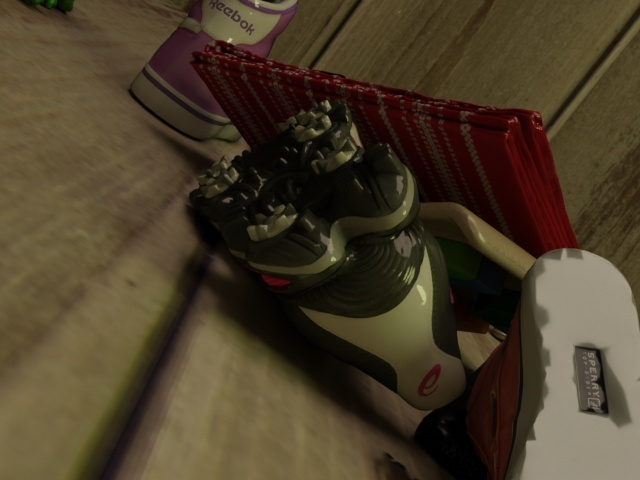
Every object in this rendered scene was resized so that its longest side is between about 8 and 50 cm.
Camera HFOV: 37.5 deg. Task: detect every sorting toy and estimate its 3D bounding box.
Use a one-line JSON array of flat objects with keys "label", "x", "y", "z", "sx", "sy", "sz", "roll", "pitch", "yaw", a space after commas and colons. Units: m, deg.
[{"label": "sorting toy", "x": 0.083, "y": 0.027, "z": 0.650, "sx": 0.193, "sy": 0.038, "sz": 0.208, "roll": 31, "pitch": -14, "yaw": -36}]

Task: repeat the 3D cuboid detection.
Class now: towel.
[{"label": "towel", "x": 0.049, "y": -0.050, "z": 0.669, "sx": 0.275, "sy": 0.031, "sz": 0.199, "roll": 20, "pitch": -22, "yaw": 36}]

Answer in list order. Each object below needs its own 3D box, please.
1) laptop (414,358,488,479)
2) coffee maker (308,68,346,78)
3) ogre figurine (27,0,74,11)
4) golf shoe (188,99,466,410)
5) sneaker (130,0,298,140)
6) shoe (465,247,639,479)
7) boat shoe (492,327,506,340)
[{"label": "laptop", "x": 0.174, "y": 0.166, "z": 0.542, "sx": 0.234, "sy": 0.136, "sz": 0.264, "roll": 39, "pitch": 35, "yaw": 16}, {"label": "coffee maker", "x": 0.012, "y": -0.106, "z": 0.949, "sx": 0.171, "sy": 0.120, "sz": 0.178, "roll": 31, "pitch": 10, "yaw": -31}, {"label": "ogre figurine", "x": -0.225, "y": -0.271, "z": 0.866, "sx": 0.097, "sy": 0.118, "sz": 0.197, "roll": 38, "pitch": 8, "yaw": 5}, {"label": "golf shoe", "x": 0.000, "y": 0.000, "z": 0.519, "sx": 0.120, "sy": 0.105, "sz": 0.273, "roll": 58, "pitch": 2, "yaw": -19}, {"label": "sneaker", "x": -0.073, "y": -0.178, "z": 0.859, "sx": 0.102, "sy": 0.161, "sz": 0.282, "roll": 35, "pitch": 8, "yaw": -9}, {"label": "shoe", "x": 0.097, "y": 0.093, "z": 0.388, "sx": 0.064, "sy": 0.081, "sz": 0.178, "roll": 12, "pitch": 49, "yaw": 0}, {"label": "boat shoe", "x": 0.227, "y": 0.107, "z": 0.983, "sx": 0.056, "sy": 0.048, "sz": 0.153, "roll": 29, "pitch": -6, "yaw": 44}]
